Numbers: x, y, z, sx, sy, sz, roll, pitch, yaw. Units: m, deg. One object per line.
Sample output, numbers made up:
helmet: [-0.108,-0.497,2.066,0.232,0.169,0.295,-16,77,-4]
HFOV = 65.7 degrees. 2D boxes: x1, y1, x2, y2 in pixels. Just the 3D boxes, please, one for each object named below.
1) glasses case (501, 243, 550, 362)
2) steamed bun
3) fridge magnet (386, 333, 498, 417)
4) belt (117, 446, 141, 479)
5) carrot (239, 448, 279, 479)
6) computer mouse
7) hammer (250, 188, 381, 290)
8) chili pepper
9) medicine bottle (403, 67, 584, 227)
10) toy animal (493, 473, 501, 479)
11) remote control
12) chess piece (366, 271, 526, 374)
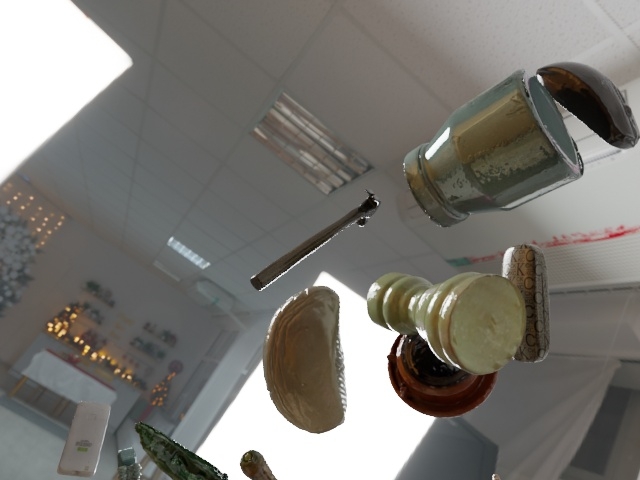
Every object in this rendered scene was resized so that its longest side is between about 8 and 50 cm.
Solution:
glasses case: [0.614,0.186,1.488,0.085,0.354,0.137,3,-8,-24]
steamed bun: [-0.050,0.321,1.373,0.236,0.383,0.247,-4,-8,1]
fridge magnet: [0.398,0.403,1.645,0.364,0.363,0.155,19,-29,33]
belt: [-0.565,0.705,1.459,0.065,0.179,0.100,-6,19,-29]
carrot: [-0.157,0.741,1.528,0.078,0.078,0.298,12,-38,44]
computer mouse: [0.587,-0.309,1.065,0.269,0.138,0.086,54,-44,23]
hammer: [0.000,0.000,1.285,0.044,0.440,0.168,47,-32,13]
chili pepper: [-0.279,0.433,0.982,0.227,0.059,0.088,45,2,-10]
medicine bottle: [0.343,-0.170,1.022,0.290,0.245,0.245,-29,-60,37]
toy animal: [0.436,0.667,1.125,0.149,0.247,0.165,-27,-20,23]
remote control: [-0.705,0.590,1.490,0.103,0.034,0.250,16,24,-20]
chess piece: [0.300,0.185,1.312,0.234,0.234,0.442,39,-13,-18]
